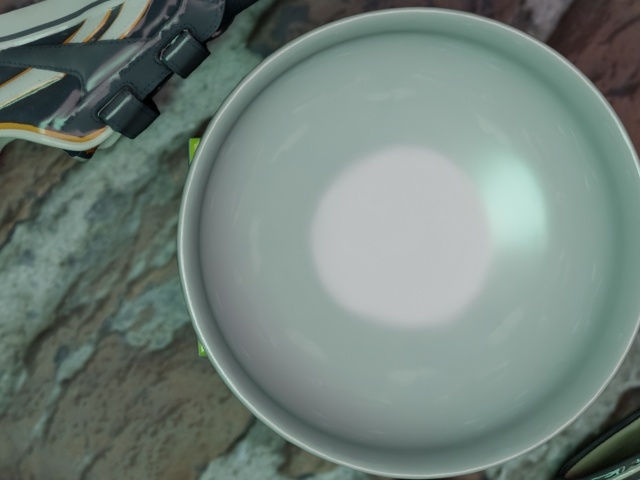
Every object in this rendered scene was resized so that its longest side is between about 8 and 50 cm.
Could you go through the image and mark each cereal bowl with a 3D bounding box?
[{"bbox_3d":[0.063,-0.001,1.186,0.339,0.141,0.338,0,93,-6],"label":"cereal bowl"}]

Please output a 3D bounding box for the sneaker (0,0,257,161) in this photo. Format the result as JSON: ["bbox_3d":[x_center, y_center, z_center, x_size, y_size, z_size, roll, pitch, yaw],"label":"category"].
[{"bbox_3d":[-0.155,-0.139,1.243,0.321,0.126,0.127,-20,89,7],"label":"sneaker"}]

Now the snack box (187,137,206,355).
[{"bbox_3d":[0.000,0.000,1.286,0.207,0.070,0.174,-3,93,-3],"label":"snack box"}]

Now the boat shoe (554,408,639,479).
[{"bbox_3d":[0.326,0.136,1.297,0.302,0.114,0.091,-40,100,-3],"label":"boat shoe"}]
